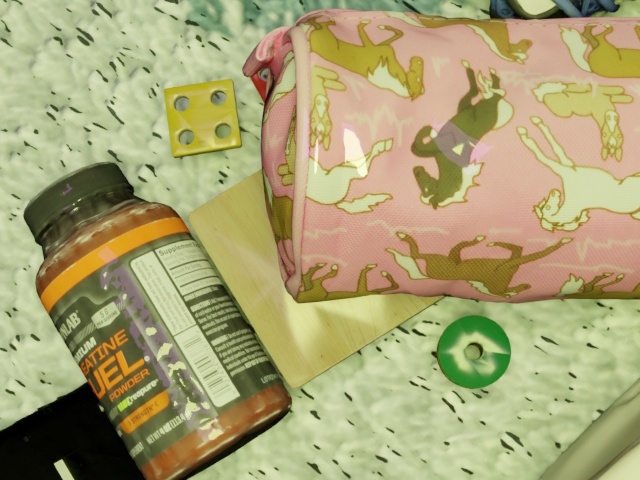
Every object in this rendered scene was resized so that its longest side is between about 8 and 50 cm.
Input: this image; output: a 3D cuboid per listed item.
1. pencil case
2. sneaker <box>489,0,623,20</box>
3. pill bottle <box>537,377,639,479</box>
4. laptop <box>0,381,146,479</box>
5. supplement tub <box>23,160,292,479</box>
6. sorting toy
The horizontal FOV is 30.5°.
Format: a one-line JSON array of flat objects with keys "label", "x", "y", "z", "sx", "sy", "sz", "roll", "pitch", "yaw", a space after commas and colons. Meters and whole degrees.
[{"label": "pencil case", "x": 0.151, "y": -0.054, "z": 0.685, "sx": 0.386, "sy": 0.160, "sz": 0.167, "roll": -3, "pitch": 48, "yaw": -7}, {"label": "sneaker", "x": 0.198, "y": -0.192, "z": 0.759, "sx": 0.316, "sy": 0.127, "sz": 0.182, "roll": 22, "pitch": 87, "yaw": 13}, {"label": "pill bottle", "x": 0.307, "y": 0.235, "z": 0.627, "sx": 0.224, "sy": 0.224, "sz": 0.392, "roll": -44, "pitch": 82, "yaw": -4}, {"label": "laptop", "x": -0.195, "y": 0.258, "z": 0.761, "sx": 0.264, "sy": 0.136, "sz": 0.234, "roll": -29, "pitch": 80, "yaw": -27}, {"label": "supplement tub", "x": -0.109, "y": 0.050, "z": 0.741, "sx": 0.106, "sy": 0.106, "sz": 0.198, "roll": -33, "pitch": 80, "yaw": -2}, {"label": "sorting toy", "x": 0.000, "y": 0.000, "z": 0.771, "sx": 0.132, "sy": 0.046, "sz": 0.274, "roll": -32, "pitch": 82, "yaw": -2}]
